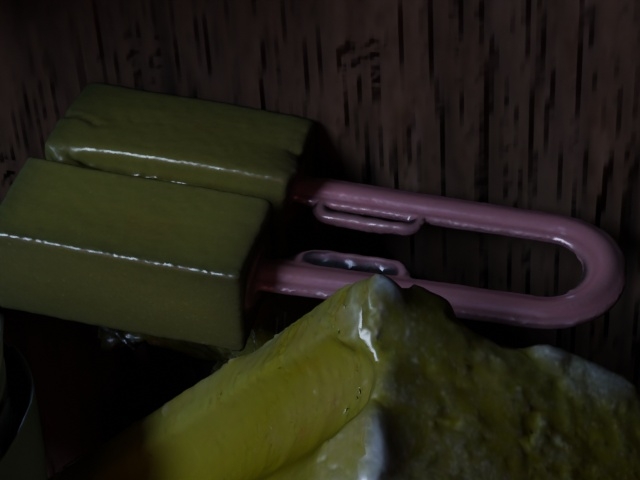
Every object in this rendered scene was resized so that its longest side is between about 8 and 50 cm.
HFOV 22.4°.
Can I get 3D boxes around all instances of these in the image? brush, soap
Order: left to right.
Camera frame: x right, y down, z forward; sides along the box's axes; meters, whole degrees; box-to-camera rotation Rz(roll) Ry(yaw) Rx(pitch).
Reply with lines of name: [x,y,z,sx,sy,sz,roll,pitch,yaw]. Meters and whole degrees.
brush: [0.000,0.000,0.623,0.233,0.103,0.047,10,132,12]
soap: [0.007,0.135,0.664,0.199,0.091,0.315,27,144,-24]

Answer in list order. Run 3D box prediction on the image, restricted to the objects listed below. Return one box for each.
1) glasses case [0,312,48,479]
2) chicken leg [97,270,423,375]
glasses case: [-0.201,0.043,0.695,0.308,0.083,0.128,32,154,38]
chicken leg: [-0.019,0.046,0.692,0.178,0.070,0.093,5,133,26]
